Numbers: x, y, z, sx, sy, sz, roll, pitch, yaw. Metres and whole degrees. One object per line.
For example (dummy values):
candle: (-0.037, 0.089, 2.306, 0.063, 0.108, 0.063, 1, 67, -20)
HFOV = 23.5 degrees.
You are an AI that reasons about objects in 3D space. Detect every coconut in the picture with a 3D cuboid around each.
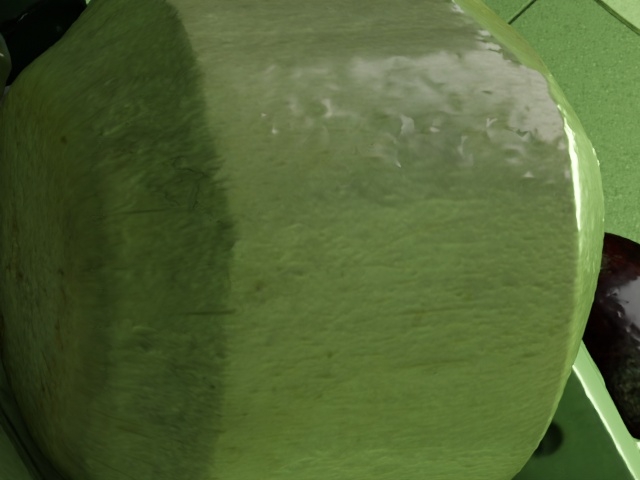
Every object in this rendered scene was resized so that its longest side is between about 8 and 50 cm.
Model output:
coconut: (0.000, 0.000, 0.645, 0.237, 0.266, 0.237, 176, -90, -71)

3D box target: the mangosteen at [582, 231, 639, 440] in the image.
mangosteen: (0.264, 0.137, 1.349, 0.307, 0.347, 0.306, -10, 90, -74)

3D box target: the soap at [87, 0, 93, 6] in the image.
soap: (-0.127, -0.110, 1.097, 0.091, 0.145, 0.230, 44, 5, -30)

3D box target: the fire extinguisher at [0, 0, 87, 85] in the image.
fire extinguisher: (-0.290, -0.249, 1.050, 0.311, 0.095, 0.114, 48, -21, 11)

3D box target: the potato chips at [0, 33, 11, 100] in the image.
potato chips: (-0.269, -0.142, 0.555, 0.389, 0.097, 0.373, 48, 11, -4)

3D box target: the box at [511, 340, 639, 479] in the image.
box: (0.078, 0.007, 0.975, 0.396, 0.111, 0.396, 59, 8, -13)
